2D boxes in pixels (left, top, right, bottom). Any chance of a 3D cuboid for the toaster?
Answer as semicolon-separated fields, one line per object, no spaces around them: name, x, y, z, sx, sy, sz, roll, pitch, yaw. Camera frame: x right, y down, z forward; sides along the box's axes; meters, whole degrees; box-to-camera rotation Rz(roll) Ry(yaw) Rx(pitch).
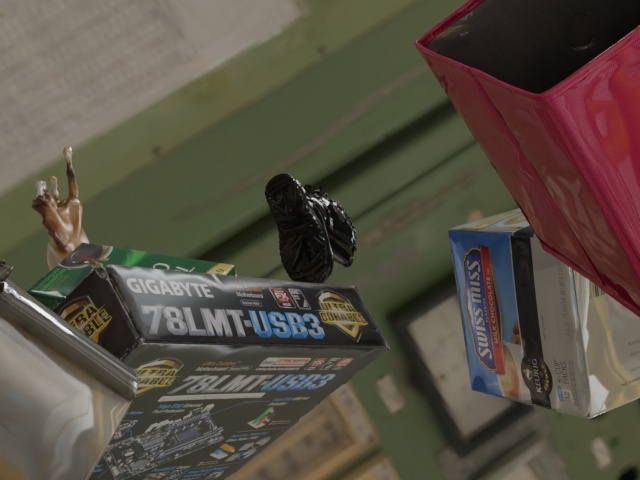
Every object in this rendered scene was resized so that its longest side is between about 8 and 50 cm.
toaster;-0.193;0.087;0.662;0.110;0.168;0.185;38;-11;-35

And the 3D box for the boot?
boot;0.000;0.001;1.222;0.099;0.045;0.121;32;32;-55

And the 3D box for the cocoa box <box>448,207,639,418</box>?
cocoa box;0.376;0.060;1.791;0.228;0.347;0.232;7;-71;56

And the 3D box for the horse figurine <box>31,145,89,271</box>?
horse figurine;-0.339;0.005;1.842;0.174;0.066;0.263;-106;-166;-52

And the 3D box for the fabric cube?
fabric cube;0.284;-0.120;1.190;0.258;0.254;0.259;56;-5;-25

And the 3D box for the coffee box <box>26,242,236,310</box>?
coffee box;-0.187;0.053;1.389;0.184;0.113;0.040;9;-59;22

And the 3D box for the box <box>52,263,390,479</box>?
box;-0.138;0.135;1.030;0.295;0.293;0.073;5;47;-55
